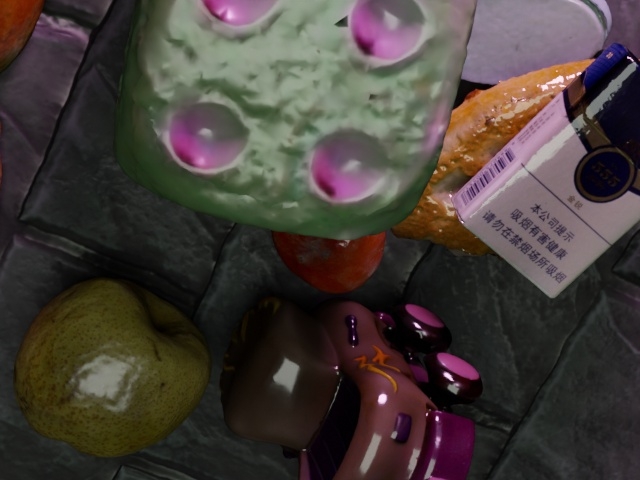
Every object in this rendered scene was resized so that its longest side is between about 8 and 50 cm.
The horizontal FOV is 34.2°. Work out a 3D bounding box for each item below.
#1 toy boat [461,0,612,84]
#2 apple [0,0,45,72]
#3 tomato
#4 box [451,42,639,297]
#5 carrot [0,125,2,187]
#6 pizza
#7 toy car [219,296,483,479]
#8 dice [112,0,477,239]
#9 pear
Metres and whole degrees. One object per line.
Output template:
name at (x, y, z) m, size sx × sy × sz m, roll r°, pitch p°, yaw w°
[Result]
toy boat at (0.239, -0.256, 1.238) m, size 0.208 × 0.079 × 0.134 m, roll -5°, pitch 119°, yaw 5°
apple at (-0.396, -0.303, 1.084) m, size 0.254 × 0.179 × 0.346 m, roll -23°, pitch 121°, yaw -41°
tomato at (0.000, 0.000, 1.275) m, size 0.156 × 0.069 × 0.155 m, roll 11°, pitch 120°, yaw 19°
box at (0.296, -0.075, 1.172) m, size 0.168 × 0.071 × 0.259 m, roll 37°, pitch 111°, yaw -21°
carrot at (-0.397, -0.072, 1.241) m, size 0.036 × 0.035 × 0.165 m, roll 9°, pitch 108°, yaw -11°
pizza at (0.273, -0.085, 1.262) m, size 0.409 × 0.114 × 0.277 m, roll -27°, pitch 122°, yaw 14°
toy car at (0.020, 0.204, 1.241) m, size 0.240 × 0.340 × 0.271 m, roll 19°, pitch 107°, yaw -23°
dice at (-0.030, -0.203, 1.083) m, size 0.330 × 0.318 × 0.322 m, roll 10°, pitch 111°, yaw -11°
pear at (-0.257, 0.163, 1.269) m, size 0.228 × 0.188 × 0.211 m, roll 39°, pitch 100°, yaw -22°
